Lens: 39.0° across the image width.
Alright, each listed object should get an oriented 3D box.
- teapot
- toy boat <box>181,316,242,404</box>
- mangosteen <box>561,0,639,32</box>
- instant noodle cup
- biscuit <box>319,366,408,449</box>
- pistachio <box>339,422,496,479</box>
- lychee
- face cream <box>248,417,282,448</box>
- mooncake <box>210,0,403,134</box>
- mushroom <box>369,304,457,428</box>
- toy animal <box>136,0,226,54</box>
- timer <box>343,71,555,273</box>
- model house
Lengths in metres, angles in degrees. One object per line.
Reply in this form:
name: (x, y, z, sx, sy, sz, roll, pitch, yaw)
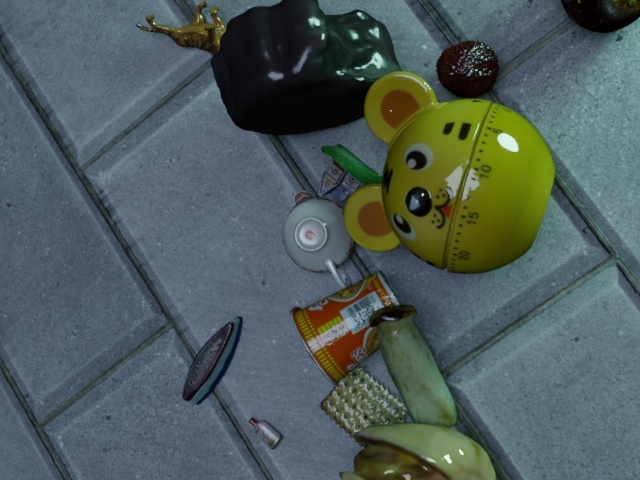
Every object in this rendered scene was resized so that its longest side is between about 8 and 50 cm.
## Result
teapot: (0.000, 0.000, 1.967, 0.159, 0.116, 0.245, -23, 86, 4)
toy boat: (-0.246, 0.269, 2.054, 0.080, 0.046, 0.229, 36, 100, 19)
mangosteen: (0.548, -0.515, 1.792, 0.192, 0.192, 0.217, -53, 36, 8)
instant noodle cup: (0.071, 0.169, 1.900, 0.212, 0.193, 0.193, -33, 78, 4)
biscuit: (0.108, 0.373, 1.950, 0.203, 0.016, 0.144, 39, 99, 16)
pistachio: (0.201, 0.477, 1.800, 0.321, 0.238, 0.229, 17, 68, 15)
lychee: (0.302, -0.357, 1.878, 0.129, 0.123, 0.123, 33, 97, 25)
face cream: (-0.126, 0.426, 2.018, 0.083, 0.021, 0.040, 37, 97, 16)
mooncake: (-0.038, -0.352, 1.852, 0.351, 0.381, 0.212, -25, 74, 27)
mushroom: (0.189, 0.261, 1.830, 0.100, 0.081, 0.312, -16, 114, 18)
toy animal: (-0.306, -0.479, 2.095, 0.255, 0.114, 0.116, 15, 135, 22)
timer: (0.243, -0.112, 1.758, 0.387, 0.376, 0.376, 17, 92, 10)
model house: (0.059, -0.123, 1.954, 0.167, 0.117, 0.088, 39, 115, 14)
